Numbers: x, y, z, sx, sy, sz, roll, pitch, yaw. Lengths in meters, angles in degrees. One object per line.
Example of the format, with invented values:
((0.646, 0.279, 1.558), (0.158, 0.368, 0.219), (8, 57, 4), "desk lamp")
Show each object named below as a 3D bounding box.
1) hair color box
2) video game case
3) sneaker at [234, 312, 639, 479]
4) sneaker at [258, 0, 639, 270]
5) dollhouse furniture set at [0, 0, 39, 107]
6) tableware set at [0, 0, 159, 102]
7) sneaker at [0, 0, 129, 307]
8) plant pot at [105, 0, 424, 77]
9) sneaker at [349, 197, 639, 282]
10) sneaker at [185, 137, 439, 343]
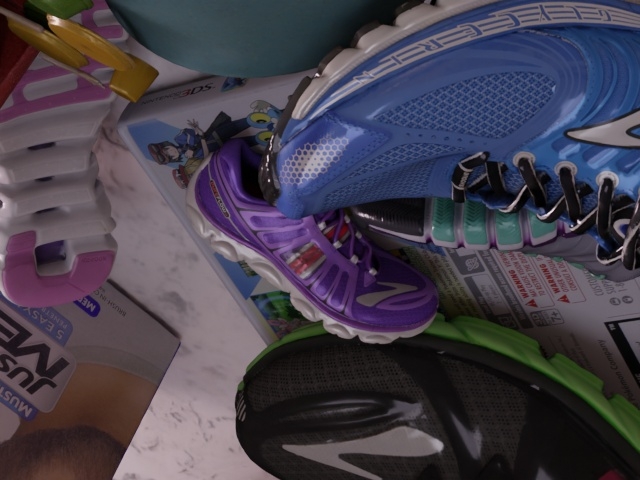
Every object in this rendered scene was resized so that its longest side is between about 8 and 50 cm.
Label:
((-0.243, 0.146, 1.071), (0.185, 0.339, 0.110), (41, 135, -17), "hair color box")
((0.074, 0.013, 1.026), (0.300, 0.036, 0.329), (-11, 128, 31), "video game case")
((0.135, 0.207, 0.977), (0.483, 0.202, 0.185), (31, 142, 20), "sneaker")
((0.136, -0.046, 0.756), (0.330, 0.147, 0.130), (-10, 169, -6), "sneaker")
((-0.318, -0.224, 0.858), (0.374, 0.152, 0.201), (33, -176, 21), "dollhouse furniture set")
((-0.124, -0.108, 0.787), (0.104, 0.024, 0.154), (26, 172, 23), "tableware set")
((-0.180, -0.079, 1.008), (0.095, 0.104, 0.236), (-9, 124, -26), "sneaker")
((-0.044, -0.215, 0.703), (0.271, 0.272, 0.255), (8, 149, 16), "plant pot")
((0.128, -0.006, 0.899), (0.223, 0.083, 0.098), (-1, 137, 23), "sneaker")
((0.000, 0.000, 0.971), (0.170, 0.068, 0.071), (31, 131, -7), "sneaker")
